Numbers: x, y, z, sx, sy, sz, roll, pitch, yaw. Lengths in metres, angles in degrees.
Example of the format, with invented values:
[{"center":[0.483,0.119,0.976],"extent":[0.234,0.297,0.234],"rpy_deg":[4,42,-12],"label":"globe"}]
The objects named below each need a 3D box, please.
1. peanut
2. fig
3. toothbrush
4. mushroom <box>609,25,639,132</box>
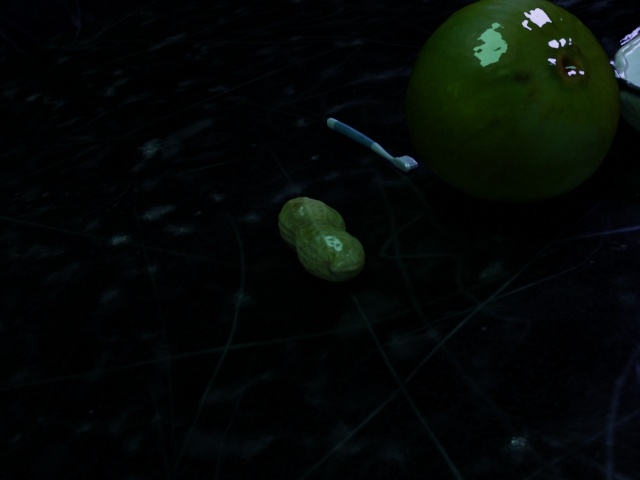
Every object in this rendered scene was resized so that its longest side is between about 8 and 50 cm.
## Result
[{"center":[0.002,-0.001,1.314],"extent":[0.089,0.089,0.192],"rpy_deg":[-23,36,-10],"label":"peanut"},{"center":[0.253,-0.188,1.326],"extent":[0.316,0.316,0.316],"rpy_deg":[-12,31,7],"label":"fig"},{"center":[0.084,-0.168,1.597],"extent":[0.025,0.019,0.276],"rpy_deg":[-22,31,-20],"label":"toothbrush"},{"center":[0.570,-0.244,1.401],"extent":[0.248,0.129,0.344],"rpy_deg":[19,46,30],"label":"mushroom"}]
